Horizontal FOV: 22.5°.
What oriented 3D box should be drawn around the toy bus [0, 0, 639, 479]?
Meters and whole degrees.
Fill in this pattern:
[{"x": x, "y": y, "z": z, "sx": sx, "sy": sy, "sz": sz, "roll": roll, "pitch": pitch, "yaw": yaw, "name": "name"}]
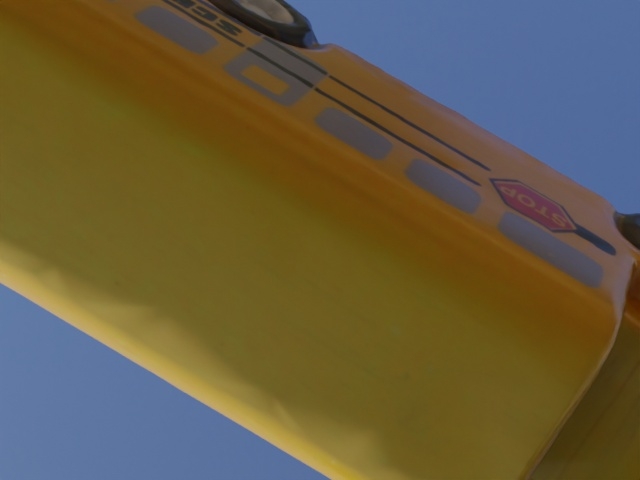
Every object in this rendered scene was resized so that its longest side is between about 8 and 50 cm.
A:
[{"x": 0.000, "y": 0.000, "z": 0.563, "sx": 0.332, "sy": 0.108, "sz": 0.130, "roll": 30, "pitch": -158, "yaw": 3, "name": "toy bus"}]
